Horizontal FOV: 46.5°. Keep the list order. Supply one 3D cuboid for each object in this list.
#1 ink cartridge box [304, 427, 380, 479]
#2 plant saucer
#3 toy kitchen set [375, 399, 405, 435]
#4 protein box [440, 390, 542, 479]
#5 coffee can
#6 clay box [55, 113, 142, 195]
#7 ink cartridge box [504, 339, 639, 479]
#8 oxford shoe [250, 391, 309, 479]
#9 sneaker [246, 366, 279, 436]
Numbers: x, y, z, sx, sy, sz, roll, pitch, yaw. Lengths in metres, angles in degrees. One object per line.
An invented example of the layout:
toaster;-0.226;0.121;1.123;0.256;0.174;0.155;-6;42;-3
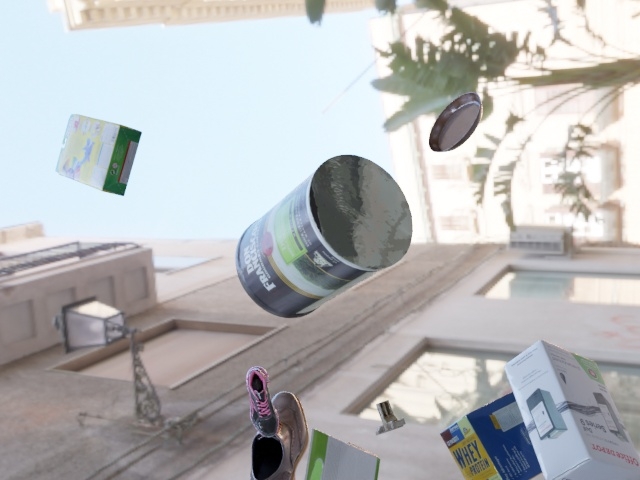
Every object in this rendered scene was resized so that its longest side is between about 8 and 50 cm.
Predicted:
ink cartridge box;0.006;0.482;1.441;0.255;0.097;0.189;39;-128;-46
plant saucer;0.324;-0.273;1.761;0.029;0.168;0.169;32;-123;-23
toy kitchen set;0.161;0.443;1.873;0.083;0.068;0.075;120;133;-67
protein box;0.445;0.503;1.829;0.201;0.136;0.200;-16;-114;-30
coffee can;0.000;0.000;1.292;0.201;0.275;0.202;14;-118;-27
clay box;-0.433;-0.169;1.432;0.053;0.222;0.128;14;-86;-43
ink cartridge box;0.545;0.386;1.604;0.211;0.121;0.289;23;-142;-32
oxford shoe;-0.105;0.503;1.881;0.364;0.129;0.133;-85;-13;-55
sneaker;-0.099;0.267;1.235;0.057;0.047;0.119;106;149;-74
